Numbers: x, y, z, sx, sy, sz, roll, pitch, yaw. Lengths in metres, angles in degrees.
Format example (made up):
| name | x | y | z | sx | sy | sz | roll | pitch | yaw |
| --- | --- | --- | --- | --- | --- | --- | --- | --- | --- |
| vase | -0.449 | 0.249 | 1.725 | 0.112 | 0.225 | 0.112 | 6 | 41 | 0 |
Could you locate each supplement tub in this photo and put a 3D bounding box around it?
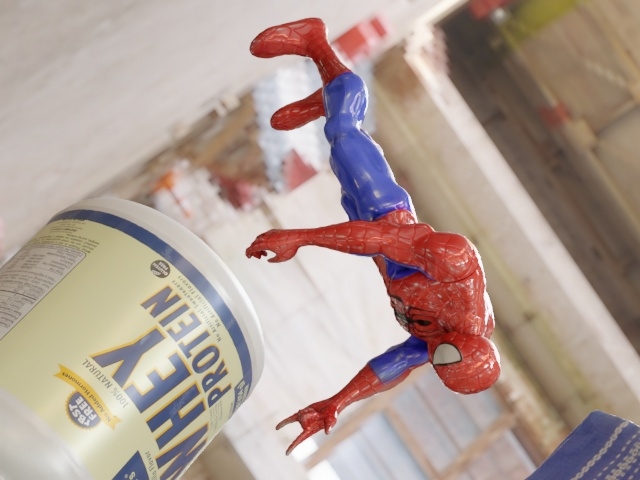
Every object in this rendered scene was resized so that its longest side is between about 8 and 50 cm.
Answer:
| name | x | y | z | sx | sy | sz | roll | pitch | yaw |
| --- | --- | --- | --- | --- | --- | --- | --- | --- | --- |
| supplement tub | -0.223 | 0.143 | 1.478 | 0.325 | 0.235 | 0.235 | -49 | -172 | -36 |

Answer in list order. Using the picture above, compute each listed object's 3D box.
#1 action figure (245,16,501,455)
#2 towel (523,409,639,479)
| name | x | y | z | sx | sy | sz | roll | pitch | yaw |
| --- | --- | --- | --- | --- | --- | --- | --- | --- | --- |
| action figure | 0.000 | 0.000 | 0.960 | 0.139 | 0.280 | 0.091 | -26 | 134 | -8 |
| towel | 0.184 | 0.206 | 1.162 | 0.243 | 0.040 | 0.336 | -36 | -168 | -16 |
